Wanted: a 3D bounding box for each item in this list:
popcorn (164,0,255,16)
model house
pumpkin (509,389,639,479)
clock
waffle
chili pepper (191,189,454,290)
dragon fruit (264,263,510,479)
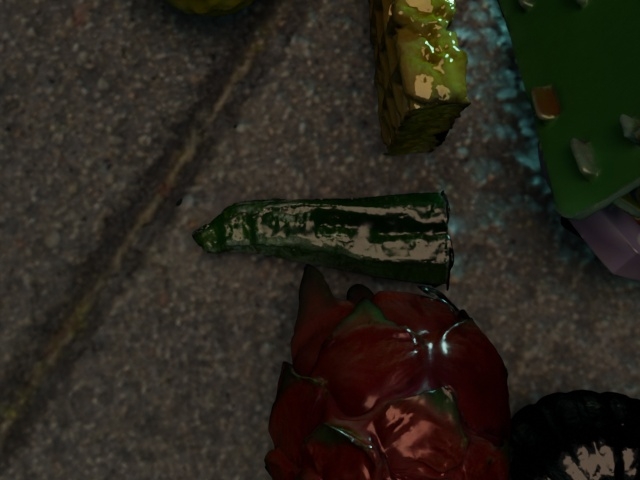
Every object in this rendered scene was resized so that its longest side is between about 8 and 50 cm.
[{"bbox_3d":[-0.098,-0.292,0.663,0.197,0.155,0.198,2,100,10],"label":"popcorn"},{"bbox_3d":[0.341,-0.158,0.654,0.312,0.242,0.358,23,44,-32],"label":"model house"},{"bbox_3d":[0.224,0.213,0.621,0.194,0.150,0.194,1,87,-24],"label":"pumpkin"},{"bbox_3d":[0.269,-0.027,0.667,0.198,0.064,0.172,32,50,1],"label":"clock"},{"bbox_3d":[0.073,-0.191,0.648,0.055,0.160,0.211,-5,84,-2],"label":"waffle"},{"bbox_3d":[0.000,0.000,0.676,0.226,0.059,0.088,0,88,0],"label":"chili pepper"},{"bbox_3d":[0.049,0.125,0.588,0.192,0.274,0.192,-13,123,16],"label":"dragon fruit"}]
